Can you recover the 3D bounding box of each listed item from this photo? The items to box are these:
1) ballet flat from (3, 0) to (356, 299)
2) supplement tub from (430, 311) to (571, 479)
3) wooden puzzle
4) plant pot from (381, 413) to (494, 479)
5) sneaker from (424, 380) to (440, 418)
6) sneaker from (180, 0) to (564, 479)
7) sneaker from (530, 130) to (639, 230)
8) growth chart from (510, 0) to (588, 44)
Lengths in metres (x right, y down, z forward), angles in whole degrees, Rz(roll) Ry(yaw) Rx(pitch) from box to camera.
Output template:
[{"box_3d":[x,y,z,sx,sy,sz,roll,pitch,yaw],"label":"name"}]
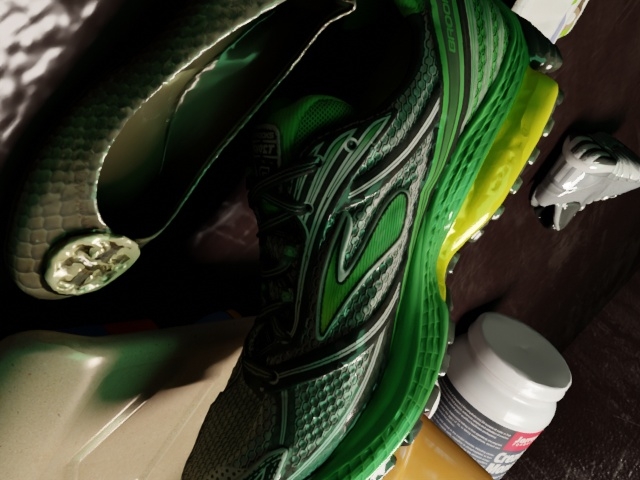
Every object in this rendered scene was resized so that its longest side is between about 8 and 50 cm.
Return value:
[{"box_3d":[-0.057,-0.063,0.390,0.250,0.058,0.084,-50,157,6],"label":"ballet flat"},{"box_3d":[0.244,0.267,1.311,0.191,0.191,0.272,-13,140,-54],"label":"supplement tub"},{"box_3d":[-0.147,0.165,0.594,0.322,0.080,0.348,-55,152,17],"label":"wooden puzzle"},{"box_3d":[0.083,0.274,0.931,0.205,0.188,0.205,-57,-172,13],"label":"plant pot"},{"box_3d":[0.040,0.285,1.114,0.163,0.106,0.281,4,115,-56],"label":"sneaker"},{"box_3d":[0.000,0.000,0.471,0.146,0.134,0.343,27,83,-34],"label":"sneaker"},{"box_3d":[0.341,-0.071,1.090,0.229,0.086,0.132,2,132,-49],"label":"sneaker"},{"box_3d":[0.190,-0.203,0.658,0.172,0.021,0.237,-15,141,-54],"label":"growth chart"}]
